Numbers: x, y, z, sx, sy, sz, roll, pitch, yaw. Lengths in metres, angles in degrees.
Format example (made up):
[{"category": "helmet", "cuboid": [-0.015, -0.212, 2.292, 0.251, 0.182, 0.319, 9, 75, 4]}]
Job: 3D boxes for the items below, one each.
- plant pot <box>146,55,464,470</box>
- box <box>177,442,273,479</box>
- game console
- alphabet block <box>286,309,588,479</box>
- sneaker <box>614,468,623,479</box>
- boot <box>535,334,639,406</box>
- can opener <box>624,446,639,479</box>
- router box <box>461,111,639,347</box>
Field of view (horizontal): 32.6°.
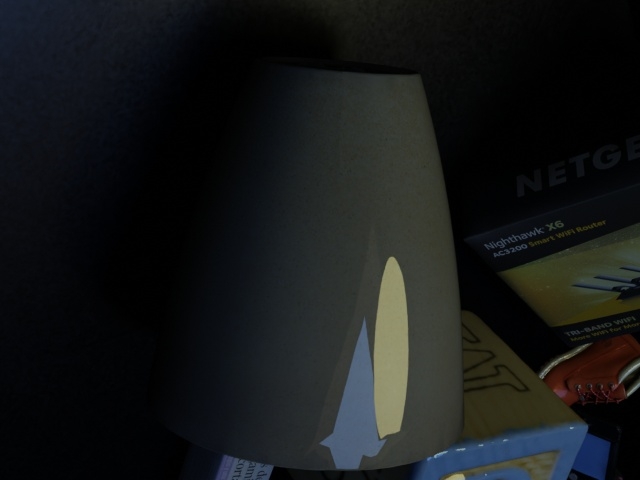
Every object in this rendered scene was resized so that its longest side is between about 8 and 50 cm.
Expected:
[{"category": "plant pot", "cuboid": [0.000, 0.000, 0.853, 0.256, 0.256, 0.274, -3, 106, -31]}, {"category": "box", "cuboid": [-0.109, 0.270, 1.067, 0.063, 0.067, 0.324, 3, 117, -35]}, {"category": "game console", "cuboid": [0.295, 0.265, 1.317, 0.071, 0.107, 0.122, -42, 141, -41]}, {"category": "alphabet block", "cuboid": [0.104, 0.203, 1.066, 0.193, 0.197, 0.192, -2, 122, -31]}, {"category": "sneaker", "cuboid": [0.314, 0.360, 1.394, 0.178, 0.072, 0.077, -29, 138, -7]}, {"category": "boot", "cuboid": [0.302, 0.164, 1.241, 0.158, 0.084, 0.059, -40, 135, 0]}, {"category": "can opener", "cuboid": [0.421, 0.241, 1.378, 0.095, 0.076, 0.283, 17, 107, -4]}, {"category": "router box", "cuboid": [0.323, -0.016, 1.021, 0.308, 0.081, 0.243, -19, 140, 30]}]
